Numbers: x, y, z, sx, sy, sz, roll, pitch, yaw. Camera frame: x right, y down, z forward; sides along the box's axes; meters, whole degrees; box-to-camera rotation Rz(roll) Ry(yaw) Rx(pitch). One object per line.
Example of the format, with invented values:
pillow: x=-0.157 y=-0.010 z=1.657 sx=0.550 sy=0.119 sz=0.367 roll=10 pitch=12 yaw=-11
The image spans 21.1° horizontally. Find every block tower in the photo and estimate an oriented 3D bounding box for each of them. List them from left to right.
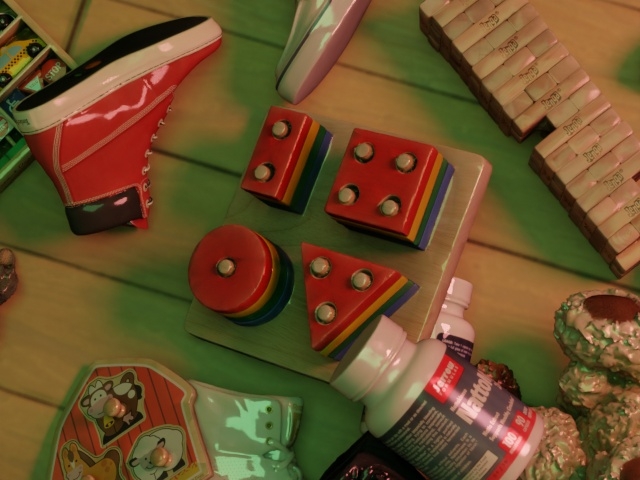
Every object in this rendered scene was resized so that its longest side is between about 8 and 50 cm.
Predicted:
block tower: x=0.236 y=-0.125 z=1.737 sx=0.097 sy=0.091 sz=0.335 roll=-38 pitch=81 yaw=-4

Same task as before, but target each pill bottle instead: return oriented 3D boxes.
pill bottle: x=0.101 y=0.119 z=1.702 sx=0.094 sy=0.094 sz=0.169 roll=12 pitch=82 yaw=6
pill bottle: x=0.103 y=0.153 z=1.565 sx=0.180 sy=0.108 sz=0.108 roll=37 pitch=85 yaw=-4

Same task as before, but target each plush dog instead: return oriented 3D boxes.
plush dog: x=0.246 y=0.208 z=1.658 sx=0.225 sy=0.210 sz=0.262 roll=-18 pitch=53 yaw=15

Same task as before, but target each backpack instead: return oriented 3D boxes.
backpack: x=0.074 y=0.276 z=1.590 sx=0.115 sy=0.152 sz=0.182 roll=-42 pitch=91 yaw=22

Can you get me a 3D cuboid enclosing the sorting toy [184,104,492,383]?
sorting toy: x=0.000 y=0.000 z=1.683 sx=0.257 sy=0.089 sz=0.255 roll=16 pitch=81 yaw=30

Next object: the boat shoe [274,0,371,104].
boat shoe: x=0.008 y=-0.271 z=1.759 sx=0.088 sy=0.096 sz=0.267 roll=28 pitch=99 yaw=9

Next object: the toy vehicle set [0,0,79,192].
toy vehicle set: x=-0.380 y=-0.123 z=1.804 sx=0.166 sy=0.035 sz=0.267 roll=44 pitch=86 yaw=9

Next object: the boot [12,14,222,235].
boot: x=-0.181 y=-0.114 z=1.776 sx=0.244 sy=0.088 sz=0.176 roll=-35 pitch=114 yaw=-25

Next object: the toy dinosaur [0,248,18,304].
toy dinosaur: x=-0.396 y=0.124 z=1.754 sx=0.118 sy=0.064 sz=0.268 roll=18 pitch=85 yaw=0

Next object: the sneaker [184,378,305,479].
sneaker: x=-0.034 y=0.240 z=1.685 sx=0.292 sy=0.108 sz=0.169 roll=25 pitch=86 yaw=9

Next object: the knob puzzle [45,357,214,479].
knob puzzle: x=-0.204 y=0.194 z=1.699 sx=0.213 sy=0.030 sz=0.213 roll=-16 pitch=60 yaw=29
